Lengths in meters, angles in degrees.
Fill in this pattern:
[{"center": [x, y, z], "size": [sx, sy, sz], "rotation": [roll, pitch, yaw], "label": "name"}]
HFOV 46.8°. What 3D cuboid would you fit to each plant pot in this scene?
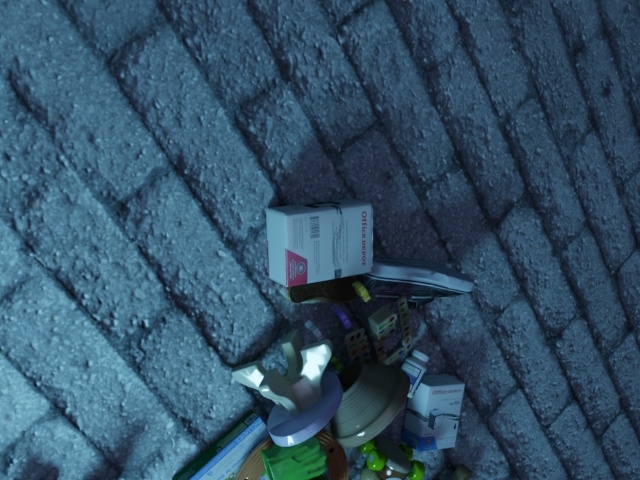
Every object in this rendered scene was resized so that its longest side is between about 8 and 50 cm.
[{"center": [0.095, 0.377, 1.800], "size": [0.110, 0.237, 0.237], "rotation": [46, 74, -13], "label": "plant pot"}]

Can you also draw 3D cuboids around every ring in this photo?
[{"center": [-0.077, 0.606, 1.801], "size": [0.336, 0.032, 0.337], "rotation": [-8, 106, -31], "label": "ring"}]

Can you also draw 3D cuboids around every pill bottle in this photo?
[{"center": [0.246, 0.358, 1.994], "size": [0.067, 0.067, 0.120], "rotation": [34, 82, -33], "label": "pill bottle"}]

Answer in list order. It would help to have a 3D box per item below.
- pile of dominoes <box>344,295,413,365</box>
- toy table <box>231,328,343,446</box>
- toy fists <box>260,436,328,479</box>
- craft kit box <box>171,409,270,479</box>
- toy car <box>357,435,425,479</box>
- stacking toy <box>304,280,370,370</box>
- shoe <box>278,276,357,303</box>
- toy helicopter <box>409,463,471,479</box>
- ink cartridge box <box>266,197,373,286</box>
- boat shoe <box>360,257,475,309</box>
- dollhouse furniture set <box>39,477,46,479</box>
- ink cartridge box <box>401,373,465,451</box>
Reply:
[{"center": [0.162, 0.266, 1.877], "size": [0.196, 0.040, 0.251], "rotation": [-35, 141, -17], "label": "pile of dominoes"}, {"center": [-0.063, 0.329, 1.704], "size": [0.252, 0.274, 0.161], "rotation": [-22, 104, 9], "label": "toy table"}, {"center": [-0.046, 0.566, 1.739], "size": [0.142, 0.096, 0.279], "rotation": [-19, 112, -18], "label": "toy fists"}, {"center": [-0.191, 0.577, 1.770], "size": [0.250, 0.061, 0.247], "rotation": [-38, 116, -20], "label": "craft kit box"}, {"center": [0.156, 0.632, 1.963], "size": [0.155, 0.149, 0.188], "rotation": [21, 101, -23], "label": "toy car"}, {"center": [0.071, 0.218, 1.819], "size": [0.167, 0.052, 0.221], "rotation": [-38, 135, -9], "label": "stacking toy"}, {"center": [-0.002, 0.115, 1.792], "size": [0.219, 0.058, 0.077], "rotation": [0, 90, -36], "label": "shoe"}, {"center": [0.320, 0.727, 2.077], "size": [0.355, 0.140, 0.235], "rotation": [-24, 133, -43], "label": "toy helicopter"}, {"center": [0.000, 0.000, 1.737], "size": [0.237, 0.100, 0.172], "rotation": [-8, 105, -30], "label": "ink cartridge box"}, {"center": [0.244, 0.119, 1.927], "size": [0.335, 0.121, 0.119], "rotation": [9, 103, -23], "label": "boat shoe"}, {"center": [-0.514, 0.555, 1.510], "size": [0.129, 0.129, 0.184], "rotation": [-47, 121, -16], "label": "dollhouse furniture set"}, {"center": [0.314, 0.478, 2.057], "size": [0.139, 0.082, 0.191], "rotation": [3, 100, -33], "label": "ink cartridge box"}]
